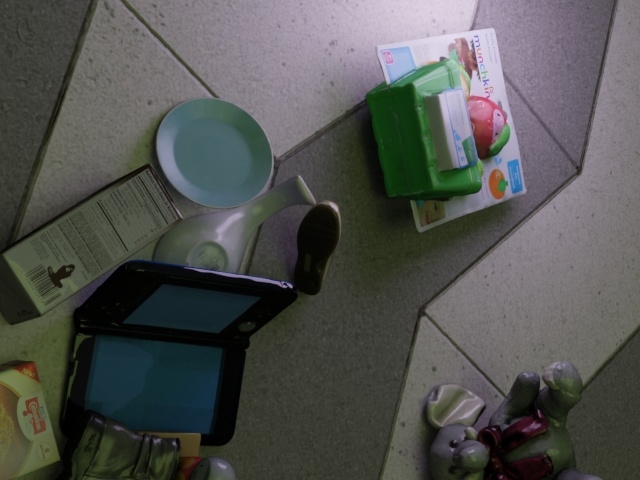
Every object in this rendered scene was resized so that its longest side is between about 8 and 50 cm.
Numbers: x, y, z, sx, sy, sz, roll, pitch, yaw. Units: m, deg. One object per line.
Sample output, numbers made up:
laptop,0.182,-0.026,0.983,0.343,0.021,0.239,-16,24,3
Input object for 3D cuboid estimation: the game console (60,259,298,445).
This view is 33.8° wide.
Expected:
game console,-0.199,0.171,1.525,0.293,0.250,0.173,10,55,-36

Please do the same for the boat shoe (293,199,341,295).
boat shoe,0.000,0.000,1.698,0.068,0.190,0.072,28,44,10

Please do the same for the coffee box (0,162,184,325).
coffee box,-0.329,0.005,1.446,0.246,0.141,0.098,-37,102,-33

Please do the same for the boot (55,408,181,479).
boot,-0.295,0.366,1.442,0.161,0.083,0.246,28,82,-22

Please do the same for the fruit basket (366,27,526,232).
fruit basket,0.252,-0.207,1.881,0.353,0.165,0.327,-16,97,-39

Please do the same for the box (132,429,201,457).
box,-0.276,0.356,1.529,0.201,0.021,0.164,10,90,-35

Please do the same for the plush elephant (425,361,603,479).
plush elephant,0.308,0.374,1.851,0.255,0.330,0.272,-5,77,-15

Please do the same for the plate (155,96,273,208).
plate,-0.164,-0.132,1.624,0.188,0.024,0.188,9,66,-20

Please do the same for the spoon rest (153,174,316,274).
spoon rest,-0.138,-0.004,1.643,0.276,0.084,0.137,-36,108,-18

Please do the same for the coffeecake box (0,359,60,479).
coffeecake box,-0.455,0.253,1.386,0.185,0.068,0.142,-18,98,-36

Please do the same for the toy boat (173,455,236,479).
toy boat,-0.137,0.456,1.504,0.267,0.148,0.318,-21,97,-33
